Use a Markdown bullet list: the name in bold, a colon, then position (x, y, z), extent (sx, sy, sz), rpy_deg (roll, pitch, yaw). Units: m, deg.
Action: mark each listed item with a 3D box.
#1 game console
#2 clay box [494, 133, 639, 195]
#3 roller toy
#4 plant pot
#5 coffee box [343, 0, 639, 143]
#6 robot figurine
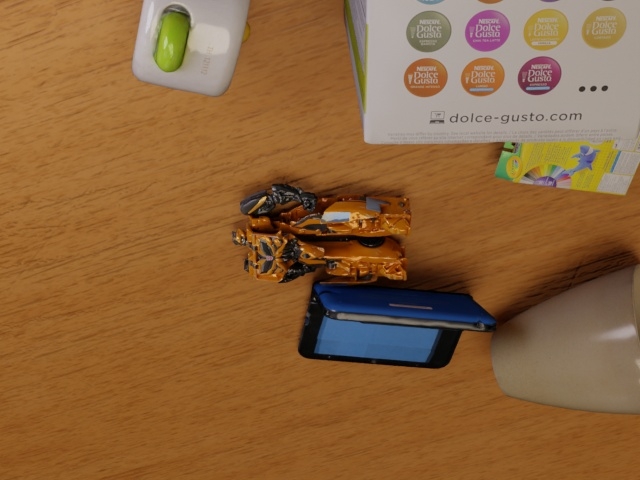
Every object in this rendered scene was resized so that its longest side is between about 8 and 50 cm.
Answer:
- **game console**: position (0.125, 0.172, 1.754), extent (0.293, 0.250, 0.173), rpy_deg (5, 101, -9)
- **clay box**: position (0.392, -0.146, 1.590), extent (0.222, 0.053, 0.127), rpy_deg (7, 127, -7)
- **roller toy**: position (-0.165, -0.297, 1.356), extent (0.146, 0.209, 0.191), rpy_deg (11, 165, -12)
- **plant pot**: position (0.447, 0.190, 1.762), extent (0.274, 0.256, 0.256), rpy_deg (-13, 130, 29)
- **coffee box**: position (0.207, -0.347, 1.242), extent (0.337, 0.338, 0.334), rpy_deg (-2, 127, -2)
- **robot figurine**: position (0.000, 0.000, 1.659), extent (0.291, 0.085, 0.211), rpy_deg (-2, 132, -2)
